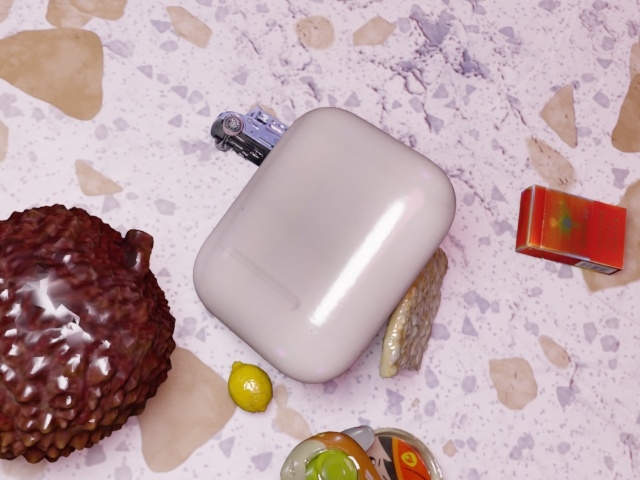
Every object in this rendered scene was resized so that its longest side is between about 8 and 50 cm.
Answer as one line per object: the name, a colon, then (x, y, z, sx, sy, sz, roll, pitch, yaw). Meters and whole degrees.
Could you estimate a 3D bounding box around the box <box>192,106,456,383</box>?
box: (0.001, 0.000, 1.265, 0.288, 0.141, 0.349, 36, 89, 29)

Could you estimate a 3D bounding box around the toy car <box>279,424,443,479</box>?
toy car: (0.070, 0.345, 1.270, 0.235, 0.145, 0.235, 16, 54, -24)

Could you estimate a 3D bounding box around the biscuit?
biscuit: (0.136, 0.110, 1.340, 0.040, 0.188, 0.265, 14, 36, 19)

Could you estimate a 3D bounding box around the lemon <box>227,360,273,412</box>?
lemon: (-0.100, 0.205, 1.294, 0.062, 0.062, 0.083, -26, 77, -21)

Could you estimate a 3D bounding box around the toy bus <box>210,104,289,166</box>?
toy bus: (-0.084, -0.149, 1.407, 0.167, 0.073, 0.076, 33, 65, -6)

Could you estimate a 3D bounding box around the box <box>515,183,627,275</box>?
box: (0.411, -0.016, 1.506, 0.175, 0.048, 0.112, 15, 71, -10)

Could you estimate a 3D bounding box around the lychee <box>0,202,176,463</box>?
lychee: (-0.329, 0.111, 1.149, 0.330, 0.306, 0.306, -42, 86, 3)
